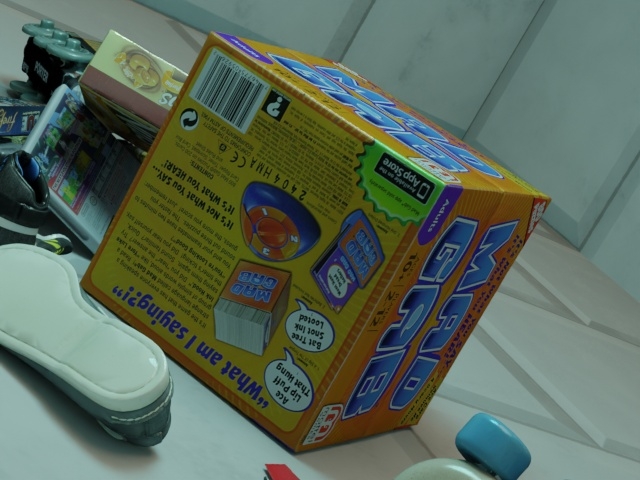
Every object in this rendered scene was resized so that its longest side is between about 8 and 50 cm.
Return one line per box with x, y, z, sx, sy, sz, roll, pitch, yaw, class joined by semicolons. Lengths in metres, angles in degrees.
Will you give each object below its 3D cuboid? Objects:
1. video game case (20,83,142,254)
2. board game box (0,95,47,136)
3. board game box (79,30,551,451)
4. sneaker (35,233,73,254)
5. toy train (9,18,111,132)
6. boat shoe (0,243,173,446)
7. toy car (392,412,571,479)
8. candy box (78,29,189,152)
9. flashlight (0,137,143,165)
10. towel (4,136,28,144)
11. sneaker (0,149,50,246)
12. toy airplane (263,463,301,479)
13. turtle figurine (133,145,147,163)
-0.308;-0.087;2.081;0.183;0.023;0.201;48;30;-21;video game case
-0.500;-0.177;2.072;0.243;0.042;0.165;12;8;16;board game box
0.000;0.000;1.966;0.356;0.356;0.356;35;14;23;board game box
-0.332;0.013;1.939;0.083;0.031;0.035;6;41;-52;sneaker
-0.370;-0.253;2.503;0.190;0.142;0.334;10;13;-25;toy train
-0.263;0.109;1.643;0.319;0.116;0.099;32;-32;38;boat shoe
0.162;0.333;1.549;0.210;0.219;0.238;37;-14;31;toy car
-0.222;-0.176;2.145;0.183;0.088;0.316;30;-7;-3;candy box
-0.353;-0.091;2.128;0.103;0.103;0.304;63;22;10;flashlight
-0.473;-0.181;2.358;0.110;0.027;0.148;29;12;-6;towel
-0.394;-0.068;1.893;0.217;0.121;0.079;38;14;31;sneaker
0.004;0.277;1.666;0.151;0.028;0.151;29;15;-8;toy airplane
-0.240;-0.109;2.458;0.269;0.087;0.217;22;15;-32;turtle figurine
